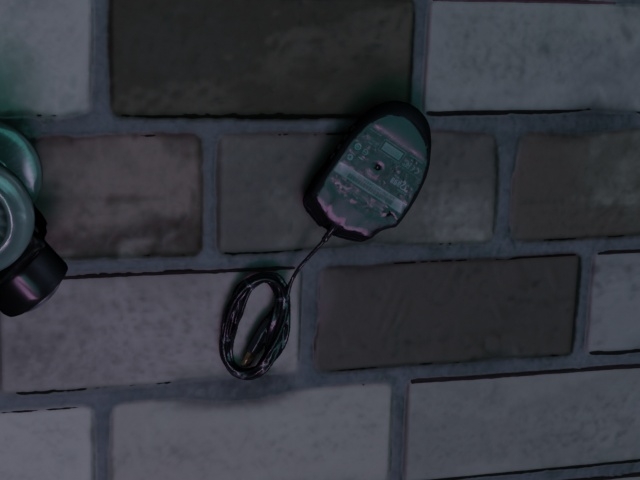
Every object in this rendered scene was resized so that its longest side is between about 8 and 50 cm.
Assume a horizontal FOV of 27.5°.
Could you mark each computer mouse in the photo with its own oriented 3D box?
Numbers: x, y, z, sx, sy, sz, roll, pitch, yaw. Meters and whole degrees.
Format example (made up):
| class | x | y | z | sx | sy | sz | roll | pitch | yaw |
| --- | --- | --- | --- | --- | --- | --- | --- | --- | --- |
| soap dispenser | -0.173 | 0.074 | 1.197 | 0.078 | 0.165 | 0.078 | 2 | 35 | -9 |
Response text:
| class | x | y | z | sx | sy | sz | roll | pitch | yaw |
| --- | --- | --- | --- | --- | --- | --- | --- | --- | --- |
| computer mouse | 0.000 | 0.000 | 0.973 | 0.071 | 0.041 | 0.242 | 35 | 98 | -14 |

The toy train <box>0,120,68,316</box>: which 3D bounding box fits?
| class | x | y | z | sx | sy | sz | roll | pitch | yaw |
| --- | --- | --- | --- | --- | --- | --- | --- | --- | --- |
| toy train | -0.313 | -0.055 | 0.807 | 0.190 | 0.142 | 0.334 | -38 | 112 | 5 |
